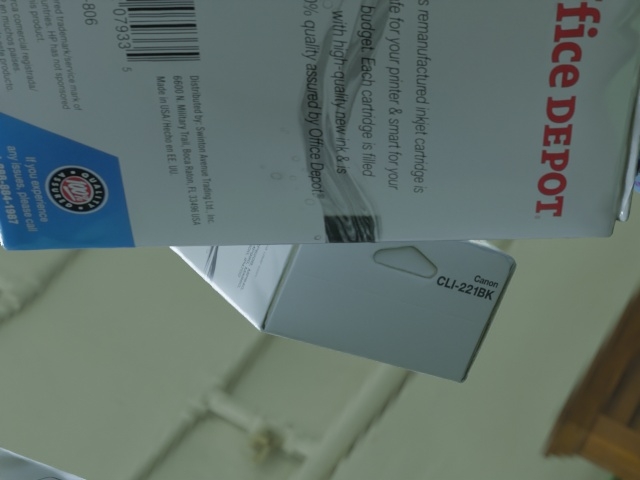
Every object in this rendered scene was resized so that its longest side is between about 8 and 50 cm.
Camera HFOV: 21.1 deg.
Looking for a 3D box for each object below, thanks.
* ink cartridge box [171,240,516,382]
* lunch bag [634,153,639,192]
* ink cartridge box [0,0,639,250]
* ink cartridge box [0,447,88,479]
[{"bbox_3d":[0.000,0.000,1.402,0.197,0.273,0.114,16,-80,-30],"label":"ink cartridge box"},{"bbox_3d":[0.189,-0.147,1.313,0.138,0.221,0.293,-54,-20,14],"label":"lunch bag"},{"bbox_3d":[-0.010,-0.143,1.023,0.285,0.395,0.166,88,-179,-50],"label":"ink cartridge box"},{"bbox_3d":[-0.233,0.118,0.716,0.165,0.333,0.065,-12,-75,-40],"label":"ink cartridge box"}]
